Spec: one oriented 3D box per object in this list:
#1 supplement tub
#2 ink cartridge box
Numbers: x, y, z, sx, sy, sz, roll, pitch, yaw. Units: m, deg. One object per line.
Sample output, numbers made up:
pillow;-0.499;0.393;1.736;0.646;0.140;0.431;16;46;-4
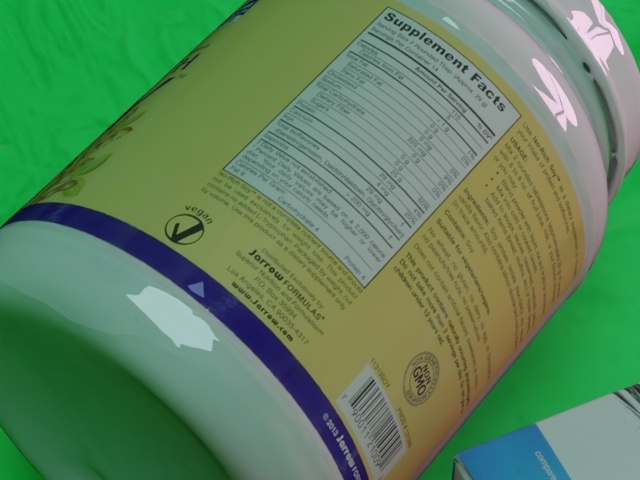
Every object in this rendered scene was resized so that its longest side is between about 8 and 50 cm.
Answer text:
supplement tub;0.000;0.000;0.965;0.241;0.241;0.331;30;58;22
ink cartridge box;0.163;0.138;0.917;0.190;0.140;0.082;-19;53;-14
